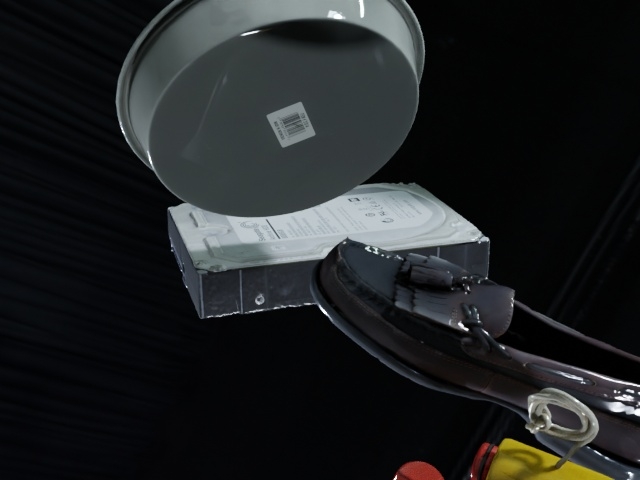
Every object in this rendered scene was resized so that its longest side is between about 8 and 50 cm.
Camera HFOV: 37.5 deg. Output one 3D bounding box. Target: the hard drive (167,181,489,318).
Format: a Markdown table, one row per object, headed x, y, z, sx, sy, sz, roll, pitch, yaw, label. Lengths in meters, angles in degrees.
| x | y | z | sx | sy | sz | roll | pitch | yaw | label |
| --- | --- | --- | --- | --- | --- | --- | --- | --- | --- |
| 0.000 | 0.000 | 1.132 | 0.237 | 0.339 | 0.064 | -129 | -145 | -64 | hard drive |

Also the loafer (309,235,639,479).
| x | y | z | sx | sy | sz | roll | pitch | yaw | label |
| --- | --- | --- | --- | --- | --- | --- | --- | --- | --- |
| 0.141 | 0.070 | 0.696 | 0.095 | 0.302 | 0.109 | -57 | -175 | 33 | loafer |

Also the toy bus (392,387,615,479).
| x | y | z | sx | sy | sz | roll | pitch | yaw | label |
| --- | --- | --- | --- | --- | --- | --- | --- | --- | --- |
| 0.129 | 0.211 | 0.589 | 0.191 | 0.202 | 0.104 | -29 | -160 | 49 | toy bus |

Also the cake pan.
| x | y | z | sx | sy | sz | roll | pitch | yaw | label |
| --- | --- | --- | --- | --- | --- | --- | --- | --- | --- |
| -0.037 | -0.122 | 0.868 | 0.293 | 0.293 | 0.054 | -42 | -132 | 30 | cake pan |
